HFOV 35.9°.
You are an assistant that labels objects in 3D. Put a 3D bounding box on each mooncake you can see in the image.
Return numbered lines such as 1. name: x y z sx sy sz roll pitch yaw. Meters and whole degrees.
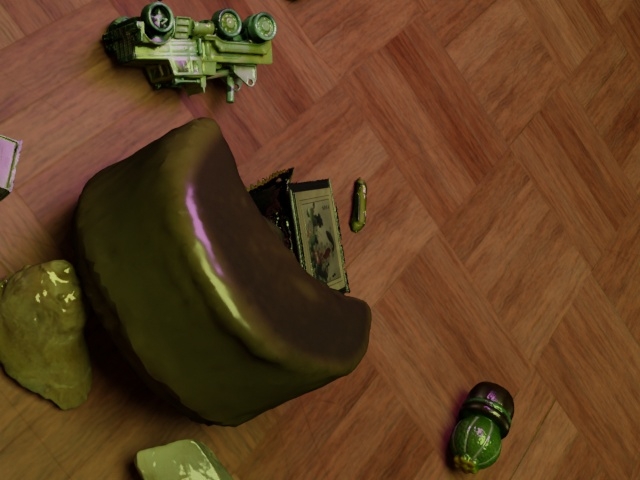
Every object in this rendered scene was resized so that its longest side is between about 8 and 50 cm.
1. mooncake: -0.139 0.044 1.329 0.393 0.246 0.394 25 38 -58

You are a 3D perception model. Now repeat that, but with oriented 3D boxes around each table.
1. table: -0.439 -0.098 1.262 0.083 0.062 0.079 21 61 -34

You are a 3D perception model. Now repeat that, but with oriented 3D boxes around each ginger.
1. ginger: -0.327 0.115 1.247 0.193 0.122 0.115 58 26 -16

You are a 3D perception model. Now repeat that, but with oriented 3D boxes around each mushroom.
1. mushroom: -0.149 0.360 1.317 0.247 0.096 0.108 61 21 -9

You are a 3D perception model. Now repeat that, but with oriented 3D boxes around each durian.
1. durian: -0.082 -0.006 1.536 0.108 0.119 0.187 49 37 -68

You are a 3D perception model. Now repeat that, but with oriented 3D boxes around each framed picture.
1. framed picture: 0.000 0.000 1.562 0.195 0.010 0.199 -17 99 -70

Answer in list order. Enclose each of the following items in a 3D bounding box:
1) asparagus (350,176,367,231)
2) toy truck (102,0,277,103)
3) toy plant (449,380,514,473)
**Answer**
1. asparagus: 0.068 -0.067 1.724 0.025 0.021 0.108 23 59 -32
2. toy truck: -0.193 -0.284 1.516 0.259 0.128 0.135 0 87 -42
3. toy plant: 0.276 0.328 1.705 0.093 0.093 0.162 45 52 -19
